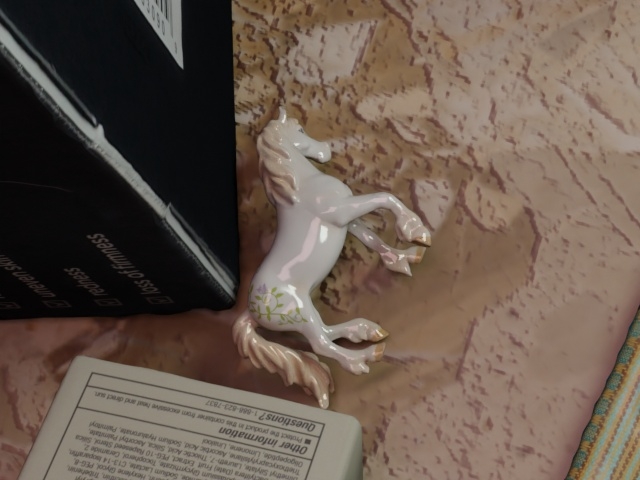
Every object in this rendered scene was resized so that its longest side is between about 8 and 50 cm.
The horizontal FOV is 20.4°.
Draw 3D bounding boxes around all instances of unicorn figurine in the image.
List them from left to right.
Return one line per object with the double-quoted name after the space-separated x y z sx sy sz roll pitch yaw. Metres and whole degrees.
0.000 0.000 0.969 0.111 0.060 0.162 24 70 1 "unicorn figurine"

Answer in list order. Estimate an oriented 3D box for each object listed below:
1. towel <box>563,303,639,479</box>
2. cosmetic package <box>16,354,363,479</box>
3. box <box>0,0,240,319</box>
0.247 0.174 0.900 0.271 0.040 0.370 22 81 13 "towel"
-0.093 0.219 0.843 0.160 0.113 0.309 12 53 12 "cosmetic package"
-0.315 -0.140 0.841 0.471 0.480 0.297 -5 74 8 "box"
